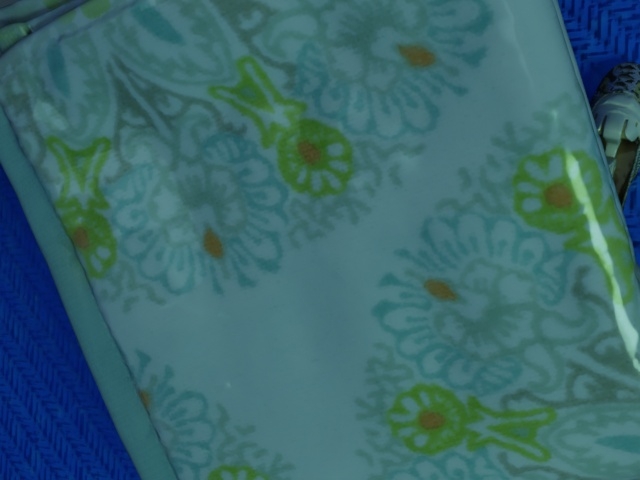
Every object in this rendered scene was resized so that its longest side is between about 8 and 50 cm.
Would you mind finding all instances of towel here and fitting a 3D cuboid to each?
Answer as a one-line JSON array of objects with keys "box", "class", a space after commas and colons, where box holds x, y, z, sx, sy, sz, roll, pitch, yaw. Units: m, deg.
[{"box": [0.000, 0.000, 0.445, 0.320, 0.090, 0.374, -17, 102, 21], "class": "towel"}]

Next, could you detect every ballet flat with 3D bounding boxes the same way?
[{"box": [0.169, -0.050, 0.456, 0.041, 0.041, 0.114, 16, 95, 22], "class": "ballet flat"}]

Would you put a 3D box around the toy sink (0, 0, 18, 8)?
[{"box": [-0.222, -0.201, 0.574, 0.152, 0.131, 0.234, 6, 91, 24], "class": "toy sink"}]
